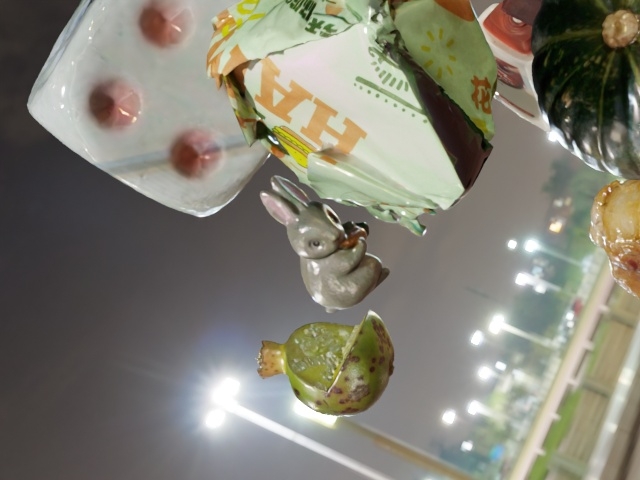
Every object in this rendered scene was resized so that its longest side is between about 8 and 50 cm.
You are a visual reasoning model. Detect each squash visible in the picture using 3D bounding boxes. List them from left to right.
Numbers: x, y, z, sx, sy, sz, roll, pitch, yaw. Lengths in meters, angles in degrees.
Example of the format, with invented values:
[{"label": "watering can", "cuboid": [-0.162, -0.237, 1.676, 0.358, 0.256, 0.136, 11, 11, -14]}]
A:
[{"label": "squash", "cuboid": [0.276, -0.151, 0.899, 0.172, 0.218, 0.218, -7, -59, -49]}]

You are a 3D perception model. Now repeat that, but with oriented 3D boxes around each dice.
[{"label": "dice", "cuboid": [-0.188, -0.203, 1.372, 0.262, 0.268, 0.264, -58, 21, 5]}]

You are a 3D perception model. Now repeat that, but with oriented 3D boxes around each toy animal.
[{"label": "toy animal", "cuboid": [0.000, 0.002, 1.724, 0.251, 0.125, 0.127, 47, -134, -38]}]

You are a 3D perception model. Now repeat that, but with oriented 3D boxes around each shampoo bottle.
[{"label": "shampoo bottle", "cuboid": [0.258, -0.243, 1.416, 0.071, 0.153, 0.284, -48, -17, -3]}]

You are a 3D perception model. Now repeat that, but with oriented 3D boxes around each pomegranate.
[{"label": "pomegranate", "cuboid": [0.013, 0.163, 1.379, 0.143, 0.169, 0.122, -89, -23, -56]}]

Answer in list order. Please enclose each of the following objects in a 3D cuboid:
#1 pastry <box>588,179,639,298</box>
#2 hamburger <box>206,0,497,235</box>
[{"label": "pastry", "cuboid": [0.434, 0.010, 1.333, 0.218, 0.229, 0.100, 85, -152, -63]}, {"label": "hamburger", "cuboid": [0.036, -0.098, 0.818, 0.235, 0.214, 0.125, 43, -119, -30]}]
